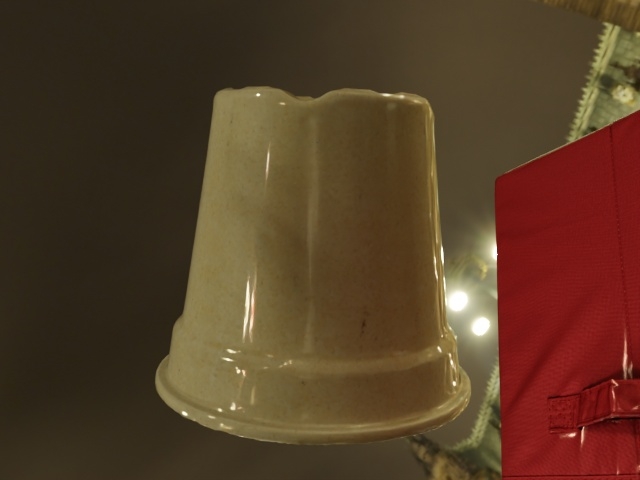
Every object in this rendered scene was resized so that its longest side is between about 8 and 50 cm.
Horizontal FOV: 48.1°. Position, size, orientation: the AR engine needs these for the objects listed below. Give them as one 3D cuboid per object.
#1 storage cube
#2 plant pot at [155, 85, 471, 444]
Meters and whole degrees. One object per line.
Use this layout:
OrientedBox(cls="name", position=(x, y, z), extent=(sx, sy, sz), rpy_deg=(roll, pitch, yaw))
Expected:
OrientedBox(cls="storage cube", position=(0.225, 0.042, 0.389), extent=(0.215, 0.184, 0.193), rpy_deg=(15, -114, -26))
OrientedBox(cls="plant pot", position=(0.000, 0.000, 0.750), extent=(0.334, 0.334, 0.305), rpy_deg=(-4, -79, -36))
